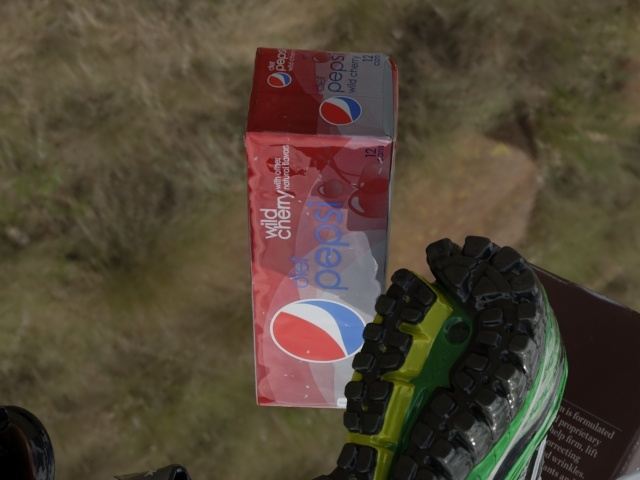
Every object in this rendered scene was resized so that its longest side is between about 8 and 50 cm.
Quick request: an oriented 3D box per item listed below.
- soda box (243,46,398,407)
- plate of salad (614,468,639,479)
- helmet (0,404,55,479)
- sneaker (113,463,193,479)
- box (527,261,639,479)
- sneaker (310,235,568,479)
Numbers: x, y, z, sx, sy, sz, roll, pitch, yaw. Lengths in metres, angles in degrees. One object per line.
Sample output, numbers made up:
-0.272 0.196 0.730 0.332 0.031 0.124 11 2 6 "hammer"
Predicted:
0.000 0.000 0.975 0.092 0.083 0.263 3 136 2 "soda box"
0.237 0.228 0.903 0.200 0.200 0.048 -52 168 21 "plate of salad"
-0.260 0.195 1.005 0.169 0.161 0.169 -3 175 0 "helmet"
-0.142 0.210 1.124 0.078 0.234 0.106 -4 111 -69 "sneaker"
0.195 0.152 1.121 0.167 0.168 0.203 32 88 -50 "box"
0.060 0.178 0.870 0.343 0.134 0.146 -60 142 -10 "sneaker"
